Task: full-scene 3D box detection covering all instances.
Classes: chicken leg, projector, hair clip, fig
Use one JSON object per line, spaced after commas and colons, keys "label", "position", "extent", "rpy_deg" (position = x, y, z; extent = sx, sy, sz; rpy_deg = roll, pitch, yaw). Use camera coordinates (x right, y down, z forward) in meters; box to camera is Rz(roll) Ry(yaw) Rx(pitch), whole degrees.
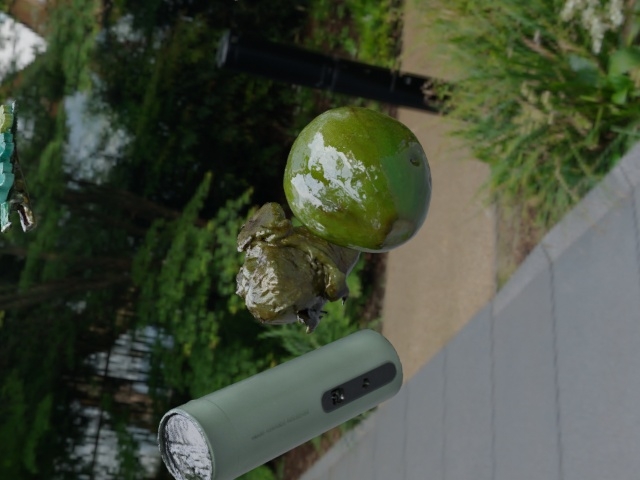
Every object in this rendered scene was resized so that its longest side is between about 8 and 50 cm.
{"label": "chicken leg", "position": [-0.016, 0.001, 1.542], "extent": [0.361, 0.211, 0.140], "rpy_deg": [-50, -5, -40]}
{"label": "projector", "position": [-0.040, 0.208, 1.196], "extent": [0.108, 0.337, 0.108], "rpy_deg": [17, 114, 42]}
{"label": "hair clip", "position": [-0.331, -0.085, 0.999], "extent": [0.049, 0.049, 0.173], "rpy_deg": [113, 147, -53]}
{"label": "fig", "position": [0.052, -0.067, 1.172], "extent": [0.191, 0.181, 0.181], "rpy_deg": [54, 139, 43]}
